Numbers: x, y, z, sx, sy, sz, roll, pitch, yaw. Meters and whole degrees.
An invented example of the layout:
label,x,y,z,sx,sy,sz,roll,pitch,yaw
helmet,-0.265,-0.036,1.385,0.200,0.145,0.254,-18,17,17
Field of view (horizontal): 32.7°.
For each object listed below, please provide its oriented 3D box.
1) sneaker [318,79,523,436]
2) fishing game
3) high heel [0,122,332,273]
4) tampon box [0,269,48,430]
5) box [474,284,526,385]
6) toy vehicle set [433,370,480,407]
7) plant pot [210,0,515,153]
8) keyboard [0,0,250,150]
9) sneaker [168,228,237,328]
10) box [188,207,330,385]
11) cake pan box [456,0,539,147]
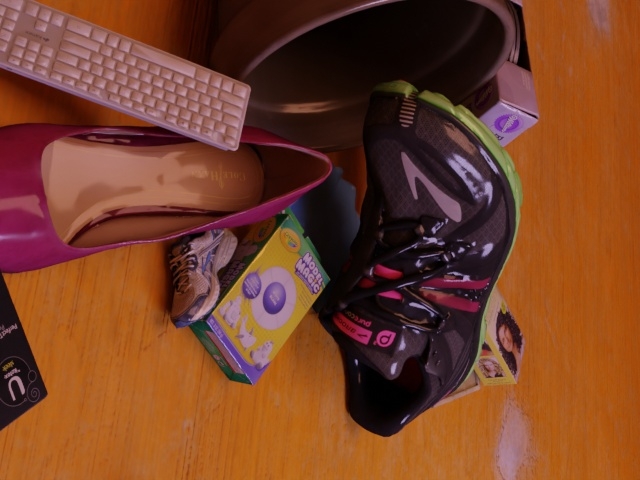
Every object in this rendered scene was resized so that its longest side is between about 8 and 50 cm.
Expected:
label,x,y,z,sx,sy,sz,roll,pitch,yaw
sneaker,0.105,0.044,1.234,0.202,0.185,0.483,-46,144,-40
fishing game,0.000,0.000,1.308,0.264,0.041,0.189,15,76,-59
high heel,-0.153,-0.054,0.929,0.377,0.181,0.127,-19,99,-59
tampon box,-0.288,0.067,0.755,0.120,0.101,0.161,-38,116,-55
box,0.223,0.103,1.555,0.232,0.058,0.087,56,39,-35
toy vehicle set,0.163,0.094,1.552,0.166,0.035,0.267,-3,85,-59
plant pot,0.016,-0.288,1.188,0.323,0.323,0.280,15,54,-57
keyboard,-0.183,-0.149,0.934,0.256,0.014,0.072,20,65,-18
sneaker,-0.130,0.028,1.085,0.058,0.052,0.135,47,37,-29
box,-0.058,0.052,1.153,0.179,0.043,0.105,-55,130,-31
cake pan box,0.159,-0.191,1.364,0.070,0.267,0.246,17,55,-28
